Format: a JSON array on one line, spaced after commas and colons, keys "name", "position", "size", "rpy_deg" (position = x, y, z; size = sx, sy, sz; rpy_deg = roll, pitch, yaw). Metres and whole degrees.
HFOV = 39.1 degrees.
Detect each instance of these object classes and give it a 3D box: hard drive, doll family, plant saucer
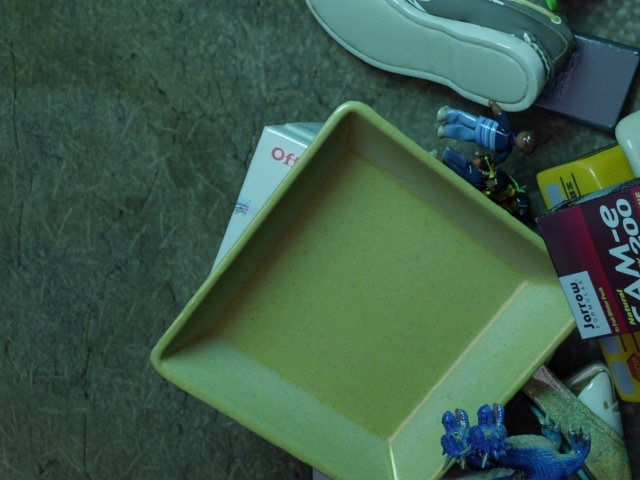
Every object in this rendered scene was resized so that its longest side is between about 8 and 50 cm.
[{"name": "hard drive", "position": [0.275, -0.182, 0.992], "size": [0.135, 0.022, 0.094], "rpy_deg": [21, 105, 17]}, {"name": "doll family", "position": [0.183, -0.070, 0.995], "size": [0.111, 0.193, 0.076], "rpy_deg": [23, 63, 32]}, {"name": "plant saucer", "position": [0.053, 0.073, 0.920], "size": [0.333, 0.081, 0.332], "rpy_deg": [35, 103, -16]}]

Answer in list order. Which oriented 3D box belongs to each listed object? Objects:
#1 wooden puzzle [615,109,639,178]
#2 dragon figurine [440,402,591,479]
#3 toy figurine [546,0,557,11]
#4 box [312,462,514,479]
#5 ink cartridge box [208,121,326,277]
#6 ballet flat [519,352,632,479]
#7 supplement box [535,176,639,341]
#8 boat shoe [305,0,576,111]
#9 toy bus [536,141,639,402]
[{"name": "wooden puzzle", "position": [0.490, -0.019, 0.837], "size": [0.322, 0.080, 0.347], "rpy_deg": [-24, 87, -4]}, {"name": "dragon figurine", "position": [0.212, 0.273, 0.906], "size": [0.085, 0.144, 0.289], "rpy_deg": [11, 121, 63]}, {"name": "toy figurine", "position": [0.283, -0.343, 0.916], "size": [0.159, 0.130, 0.173], "rpy_deg": [-20, 84, 14]}, {"name": "box", "position": [0.122, 0.307, 1.062], "size": [0.233, 0.149, 0.126], "rpy_deg": [3, 99, 20]}, {"name": "ink cartridge box", "position": [0.000, 0.000, 1.049], "size": [0.171, 0.168, 0.232], "rpy_deg": [28, 107, 14]}, {"name": "ballet flat", "position": [0.255, 0.146, 1.010], "size": [0.123, 0.123, 0.348], "rpy_deg": [-45, 81, 21]}, {"name": "supplement box", "position": [0.325, -0.001, 0.784], "size": [0.239, 0.073, 0.130], "rpy_deg": [-21, 92, 42]}, {"name": "boat shoe", "position": [0.122, -0.247, 0.998], "size": [0.324, 0.097, 0.116], "rpy_deg": [30, 150, 31]}, {"name": "toy bus", "position": [0.349, 0.061, 0.935], "size": [0.108, 0.130, 0.332], "rpy_deg": [-21, 91, -22]}]
